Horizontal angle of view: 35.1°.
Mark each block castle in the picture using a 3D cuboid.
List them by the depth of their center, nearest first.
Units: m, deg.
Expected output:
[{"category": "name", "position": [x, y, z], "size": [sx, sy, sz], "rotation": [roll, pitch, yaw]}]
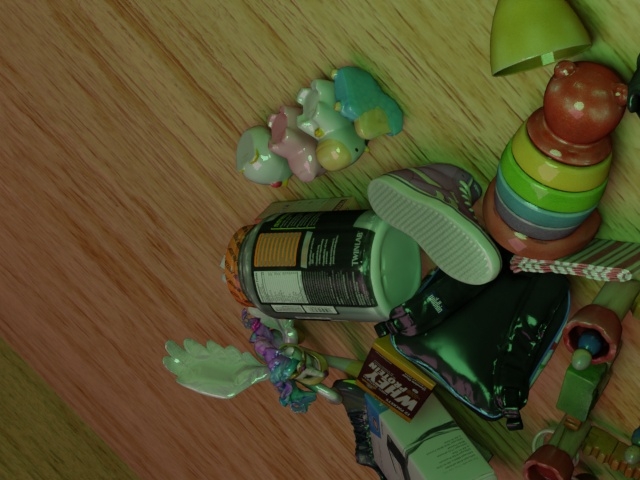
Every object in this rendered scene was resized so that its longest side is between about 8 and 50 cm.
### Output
[{"category": "block castle", "position": [0.509, 0.303, 1.618], "size": [0.303, 0.213, 0.453], "rotation": [26, 139, 23]}]

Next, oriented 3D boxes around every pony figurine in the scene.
[{"category": "pony figurine", "position": [-0.089, 0.217, 2.063], "size": [0.351, 0.303, 0.363], "rotation": [25, 177, 24]}]

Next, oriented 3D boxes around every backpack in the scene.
[{"category": "backpack", "position": [0.273, 0.131, 1.640], "size": [0.276, 0.263, 0.213], "rotation": [37, 179, 9]}]

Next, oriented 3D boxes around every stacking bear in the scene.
[{"category": "stacking bear", "position": [0.337, -0.123, 1.409], "size": [0.175, 0.164, 0.289], "rotation": [31, 139, 17]}]

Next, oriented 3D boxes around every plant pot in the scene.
[{"category": "plant pot", "position": [0.278, -0.281, 1.331], "size": [0.134, 0.134, 0.095], "rotation": [-17, 89, 51]}]

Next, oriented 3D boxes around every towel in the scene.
[{"category": "towel", "position": [0.401, 0.028, 1.510], "size": [0.197, 0.144, 0.029], "rotation": [8, 109, 39]}]

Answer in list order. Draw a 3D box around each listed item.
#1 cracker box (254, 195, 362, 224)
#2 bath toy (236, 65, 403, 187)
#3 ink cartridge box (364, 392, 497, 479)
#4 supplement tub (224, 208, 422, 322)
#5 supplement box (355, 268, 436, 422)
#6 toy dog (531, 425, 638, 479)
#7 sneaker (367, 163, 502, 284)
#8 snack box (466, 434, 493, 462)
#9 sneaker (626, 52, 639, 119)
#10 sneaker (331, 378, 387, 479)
[{"category": "cracker box", "position": [0.000, 0.000, 1.939], "size": [0.232, 0.067, 0.155], "rotation": [-3, 125, 45]}, {"category": "bath toy", "position": [-0.013, -0.170, 1.732], "size": [0.129, 0.151, 0.348], "rotation": [11, 160, -34]}, {"category": "ink cartridge box", "position": [0.219, 0.452, 2.026], "size": [0.307, 0.129, 0.223], "rotation": [-129, 23, -49]}, {"category": "supplement tub", "position": [0.001, 0.044, 1.762], "size": [0.316, 0.193, 0.193], "rotation": [0, 127, 34]}, {"category": "supplement box", "position": [0.181, 0.194, 1.841], "size": [0.129, 0.191, 0.194], "rotation": [35, 152, 11]}, {"category": "toy dog", "position": [0.523, 0.511, 1.894], "size": [0.334, 0.220, 0.161], "rotation": [27, 174, 34]}, {"category": "sneaker", "position": [0.219, -0.045, 1.581], "size": [0.282, 0.161, 0.102], "rotation": [44, 141, 40]}, {"category": "snack box", "position": [0.300, 0.468, 2.167], "size": [0.100, 0.037, 0.141], "rotation": [36, 145, 13]}, {"category": "sneaker", "position": [0.485, -0.113, 1.289], "size": [0.286, 0.130, 0.109], "rotation": [45, 143, -6]}, {"category": "sneaker", "position": [0.117, 0.429, 2.231], "size": [0.111, 0.121, 0.300], "rotation": [-18, 113, 51]}]
